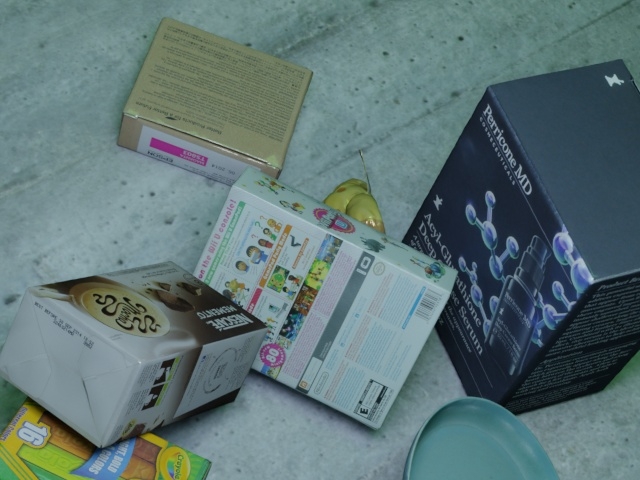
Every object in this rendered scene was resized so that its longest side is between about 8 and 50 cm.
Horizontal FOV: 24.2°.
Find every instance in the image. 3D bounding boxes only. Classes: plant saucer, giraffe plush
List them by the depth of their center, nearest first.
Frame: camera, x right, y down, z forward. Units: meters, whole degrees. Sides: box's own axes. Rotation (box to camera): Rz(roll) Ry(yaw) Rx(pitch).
[{"bbox_3d":[0.202,0.351,1.839,0.318,0.044,0.317,24,55,-39],"label":"plant saucer"},{"bbox_3d":[0.000,0.000,2.018,0.171,0.181,0.210,-15,81,0],"label":"giraffe plush"}]

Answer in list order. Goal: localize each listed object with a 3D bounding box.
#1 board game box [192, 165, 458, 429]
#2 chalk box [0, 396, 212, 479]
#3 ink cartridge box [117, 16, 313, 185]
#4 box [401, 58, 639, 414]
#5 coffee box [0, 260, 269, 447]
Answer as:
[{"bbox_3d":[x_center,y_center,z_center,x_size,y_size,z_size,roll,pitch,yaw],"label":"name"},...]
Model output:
[{"bbox_3d":[-0.010,0.074,1.910,0.303,0.224,0.097,27,23,1],"label":"board game box"},{"bbox_3d":[-0.244,0.325,1.684,0.289,0.179,0.180,24,33,0],"label":"chalk box"},{"bbox_3d":[-0.149,-0.189,2.127,0.235,0.088,0.193,20,56,-4],"label":"ink cartridge box"},{"bbox_3d":[0.299,0.010,1.946,0.212,0.395,0.293,-12,62,-24],"label":"box"},{"bbox_3d":[-0.213,0.126,1.752,0.168,0.118,0.297,32,18,21],"label":"coffee box"}]
